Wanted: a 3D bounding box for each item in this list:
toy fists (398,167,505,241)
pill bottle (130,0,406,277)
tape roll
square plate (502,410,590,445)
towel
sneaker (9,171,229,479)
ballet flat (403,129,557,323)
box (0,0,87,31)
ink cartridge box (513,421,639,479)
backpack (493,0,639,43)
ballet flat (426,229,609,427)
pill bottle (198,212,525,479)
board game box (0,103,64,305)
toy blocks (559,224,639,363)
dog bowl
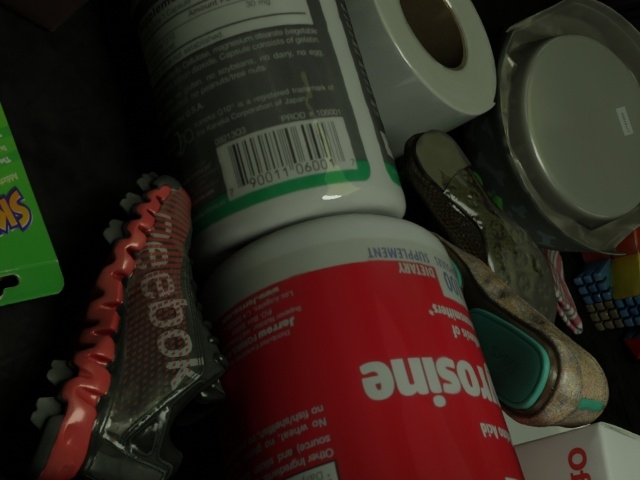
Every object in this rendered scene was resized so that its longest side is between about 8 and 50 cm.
[{"bbox_3d":[0.175,0.027,1.101,0.142,0.096,0.279,-15,77,-53],"label":"toy fists"},{"bbox_3d":[-0.063,-0.160,0.906,0.204,0.204,0.360,3,66,-51],"label":"pill bottle"},{"bbox_3d":[0.070,-0.222,1.142,0.246,0.169,0.246,30,48,-39],"label":"tape roll"},{"bbox_3d":[0.216,0.184,1.176,0.344,0.049,0.347,-3,71,-51],"label":"square plate"},{"bbox_3d":[0.324,0.030,1.374,0.197,0.029,0.144,48,27,-40],"label":"towel"},{"bbox_3d":[-0.132,0.071,0.748,0.135,0.097,0.276,24,51,-17],"label":"sneaker"},{"bbox_3d":[0.163,-0.005,1.019,0.084,0.058,0.249,-38,96,-28],"label":"ballet flat"},{"bbox_3d":[-0.154,-0.356,0.763,0.143,0.381,0.191,24,50,-39],"label":"box"},{"bbox_3d":[0.171,0.296,0.851,0.117,0.278,0.201,27,49,-41],"label":"ink cartridge box"},{"bbox_3d":[0.471,-0.266,1.513,0.273,0.356,0.290,48,38,-22],"label":"backpack"},{"bbox_3d":[0.158,0.085,0.919,0.106,0.107,0.316,17,18,-29],"label":"ballet flat"},{"bbox_3d":[0.044,0.202,0.754,0.229,0.229,0.407,19,47,-45],"label":"pill bottle"},{"bbox_3d":[-0.286,-0.068,0.716,0.124,0.039,0.259,-13,76,-53],"label":"board game box"},{"bbox_3d":[0.507,0.040,1.545,0.261,0.191,0.381,-40,106,-42],"label":"toy blocks"},{"bbox_3d":[0.334,-0.143,1.281,0.349,0.102,0.348,7,76,-33],"label":"dog bowl"}]
